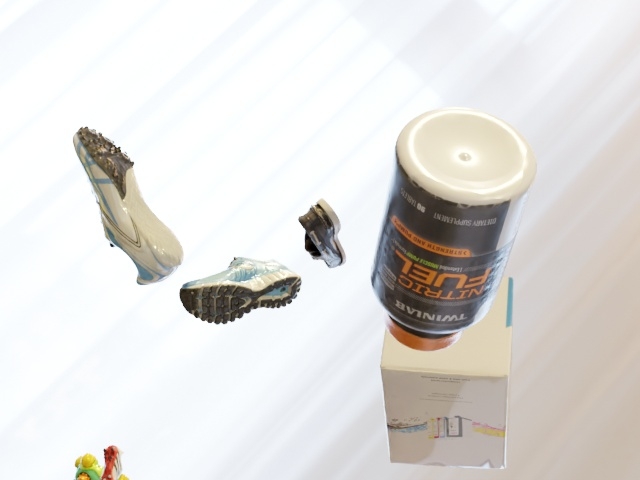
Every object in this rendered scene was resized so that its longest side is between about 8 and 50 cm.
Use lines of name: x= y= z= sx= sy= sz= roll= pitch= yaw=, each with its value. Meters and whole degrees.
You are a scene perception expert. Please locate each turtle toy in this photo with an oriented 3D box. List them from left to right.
turtle toy: x=-0.397 y=0.425 z=2.074 sx=0.095 sy=0.066 sz=0.130 roll=35 pitch=-28 yaw=-12

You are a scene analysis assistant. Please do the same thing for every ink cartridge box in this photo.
ink cartridge box: x=0.178 y=0.181 z=1.636 sx=0.168 sy=0.171 sz=0.232 roll=2 pitch=-41 yaw=9

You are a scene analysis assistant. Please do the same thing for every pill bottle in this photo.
pill bottle: x=0.119 y=0.002 z=1.143 sx=0.130 sy=0.130 sz=0.245 roll=38 pitch=-36 yaw=25

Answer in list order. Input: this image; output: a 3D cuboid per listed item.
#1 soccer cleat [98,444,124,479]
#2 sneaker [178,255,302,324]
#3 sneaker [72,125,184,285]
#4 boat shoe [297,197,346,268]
soccer cleat: x=-0.285 y=0.320 z=1.615 sx=0.029 sy=0.083 sz=0.035 roll=-8 pitch=-27 yaw=25
sneaker: x=-0.107 y=0.057 z=1.493 sx=0.073 sy=0.162 sz=0.063 roll=48 pitch=-46 yaw=42
sneaker: x=-0.271 y=-0.046 z=1.580 sx=0.237 sy=0.086 sz=0.085 roll=58 pitch=23 yaw=9
boat shoe: x=0.000 y=0.000 z=1.229 sx=0.046 sy=0.038 sz=0.125 roll=52 pitch=-11 yaw=20
